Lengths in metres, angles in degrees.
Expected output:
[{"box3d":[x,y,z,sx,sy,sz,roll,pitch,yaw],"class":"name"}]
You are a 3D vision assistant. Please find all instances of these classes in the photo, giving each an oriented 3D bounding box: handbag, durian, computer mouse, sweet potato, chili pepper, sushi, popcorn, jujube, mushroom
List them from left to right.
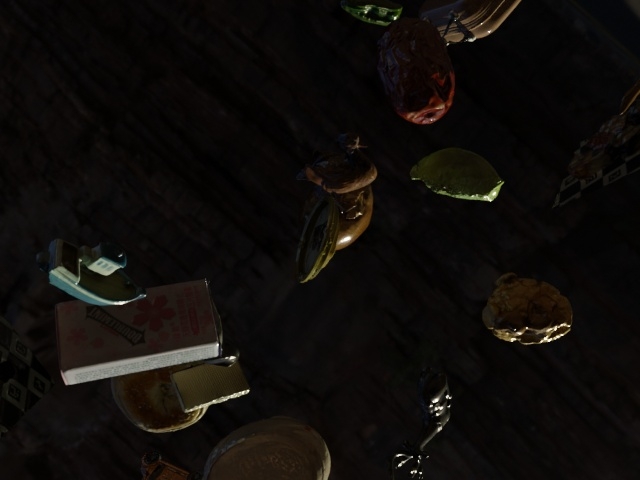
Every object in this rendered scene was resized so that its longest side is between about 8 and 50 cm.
[{"box3d":[-0.642,0.217,1.284,0.294,0.059,0.292,58,-171,-11],"class":"sushi"},{"box3d":[-0.264,0.279,1.813,0.135,0.047,0.079,8,-140,-31],"class":"computer mouse"},{"box3d":[0.049,-0.088,2.028,0.195,0.263,0.283,40,170,-1],"class":"mushroom"},{"box3d":[0.107,-0.607,1.825,0.204,0.072,0.073,20,-146,0],"class":"chili pepper"},{"box3d":[0.213,-0.387,1.604,0.174,0.174,0.251,23,-127,-59],"class":"jujube"},{"box3d":[0.375,-0.184,1.934,0.250,0.101,0.139,20,-126,0],"class":"durian"},{"box3d":[0.420,-0.679,2.097,0.149,0.283,0.302,41,170,-27],"class":"handbag"},{"box3d":[0.464,0.161,1.619,0.140,0.194,0.163,92,166,-45],"class":"popcorn"},{"box3d":[0.722,-0.255,1.757,0.069,0.339,0.320,45,-129,-11],"class":"sushi"},{"box3d":[0.643,-0.309,1.447,0.026,0.115,0.026,30,-164,-10],"class":"sweet potato"}]

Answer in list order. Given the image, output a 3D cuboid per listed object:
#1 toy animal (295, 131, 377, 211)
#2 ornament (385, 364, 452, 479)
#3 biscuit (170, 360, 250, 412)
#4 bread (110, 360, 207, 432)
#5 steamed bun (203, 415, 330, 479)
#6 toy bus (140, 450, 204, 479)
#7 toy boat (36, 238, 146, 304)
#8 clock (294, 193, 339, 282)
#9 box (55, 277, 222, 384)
[{"box3d":[0.025,-0.153,1.455,0.188,0.089,0.179,7,138,21],"class":"toy animal"},{"box3d":[0.222,0.428,1.602,0.080,0.236,0.202,15,136,31],"class":"ornament"},{"box3d":[-0.303,0.390,1.941,0.199,0.041,0.121,-10,-121,-34],"class":"biscuit"},{"box3d":[-0.458,0.411,2.070,0.305,0.305,0.159,38,-163,-18],"class":"bread"},{"box3d":[-0.091,0.403,1.261,0.177,0.228,0.131,62,-170,-2],"class":"steamed bun"},{"box3d":[-0.321,0.534,1.532,0.194,0.088,0.083,10,132,32],"class":"toy bus"},{"box3d":[-0.398,0.057,1.279,0.215,0.102,0.088,40,-152,-46],"class":"toy boat"},{"box3d":[0.000,0.000,1.773,0.057,0.237,0.237,19,-162,-16],"class":"clock"},{"box3d":[-0.421,0.209,1.665,0.112,0.369,0.190,101,155,-56],"class":"box"}]
